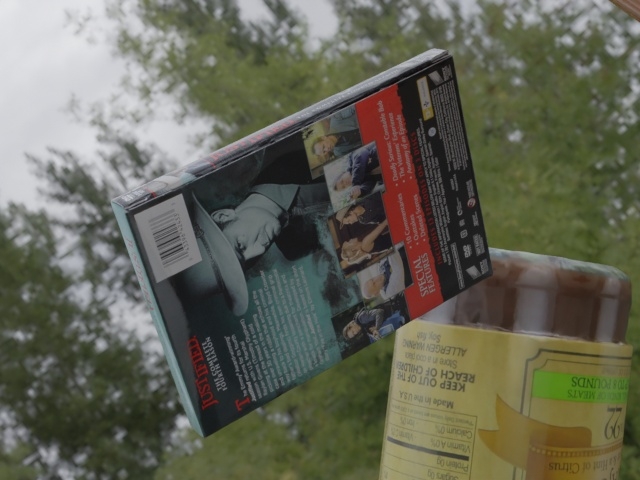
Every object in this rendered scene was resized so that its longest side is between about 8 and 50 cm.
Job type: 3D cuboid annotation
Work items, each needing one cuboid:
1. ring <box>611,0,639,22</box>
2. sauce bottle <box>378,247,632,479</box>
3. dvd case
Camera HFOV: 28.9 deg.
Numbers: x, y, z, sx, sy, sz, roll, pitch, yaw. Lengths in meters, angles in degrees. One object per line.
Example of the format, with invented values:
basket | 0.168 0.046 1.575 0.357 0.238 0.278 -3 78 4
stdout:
ring | 0.027 -0.084 0.233 0.032 0.336 0.336 -54 -20 16
sauce bottle | 0.074 0.176 0.571 0.111 0.111 0.344 7 -91 -68
dvd case | 0.000 0.000 0.397 0.119 0.013 0.087 -29 -58 -22
